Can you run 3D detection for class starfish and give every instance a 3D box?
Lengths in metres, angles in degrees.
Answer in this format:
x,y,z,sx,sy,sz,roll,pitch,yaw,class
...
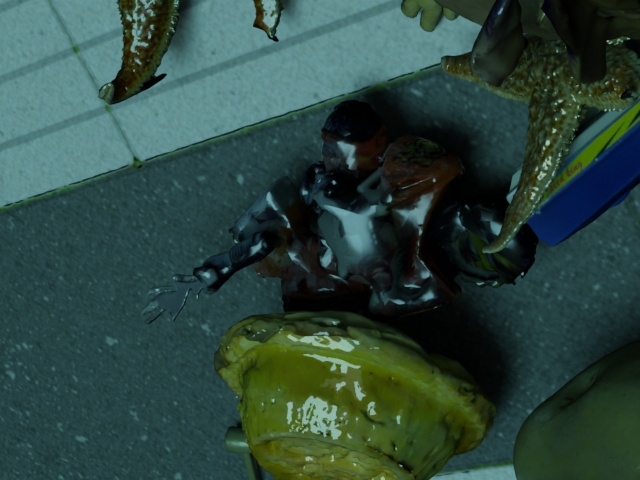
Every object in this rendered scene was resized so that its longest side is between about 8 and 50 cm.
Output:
x,y,z,sx,sy,sz,roll,pitch,yaw,class
-0.189,-0.272,1.499,0.312,0.113,0.303,4,121,29,starfish
0.178,-0.136,1.294,0.231,0.048,0.295,45,114,52,starfish

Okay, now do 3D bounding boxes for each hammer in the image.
x,y,z,sx,sy,sz,roll,pitch,yaw,class
-0.058,0.286,1.842,0.060,0.028,0.195,5,125,24,hammer

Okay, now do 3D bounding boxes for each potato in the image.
x,y,z,sx,sy,sz,roll,pitch,yaw,class
0.326,0.203,1.380,0.326,0.221,0.243,16,122,43,potato

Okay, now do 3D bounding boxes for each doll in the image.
x,y,z,sx,sy,sz,roll,pitch,yaw,class
0.091,-0.206,1.385,0.061,0.051,0.093,38,135,-1,doll

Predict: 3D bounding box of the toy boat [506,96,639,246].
x,y,z,sx,sy,sz,roll,pitch,yaw,class
0.265,-0.114,1.276,0.088,0.129,0.295,53,134,7,toy boat

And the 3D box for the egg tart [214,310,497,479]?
x,y,z,sx,sy,sz,roll,pitch,yaw,class
0.024,0.160,1.555,0.288,0.118,0.288,14,153,7,egg tart

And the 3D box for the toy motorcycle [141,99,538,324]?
x,y,z,sx,sy,sz,roll,pitch,yaw,class
0.000,0.000,1.531,0.401,0.134,0.207,-24,104,40,toy motorcycle

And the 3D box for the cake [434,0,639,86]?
x,y,z,sx,sy,sz,roll,pitch,yaw,class
0.167,-0.262,1.040,0.332,0.321,0.332,-5,126,-7,cake
